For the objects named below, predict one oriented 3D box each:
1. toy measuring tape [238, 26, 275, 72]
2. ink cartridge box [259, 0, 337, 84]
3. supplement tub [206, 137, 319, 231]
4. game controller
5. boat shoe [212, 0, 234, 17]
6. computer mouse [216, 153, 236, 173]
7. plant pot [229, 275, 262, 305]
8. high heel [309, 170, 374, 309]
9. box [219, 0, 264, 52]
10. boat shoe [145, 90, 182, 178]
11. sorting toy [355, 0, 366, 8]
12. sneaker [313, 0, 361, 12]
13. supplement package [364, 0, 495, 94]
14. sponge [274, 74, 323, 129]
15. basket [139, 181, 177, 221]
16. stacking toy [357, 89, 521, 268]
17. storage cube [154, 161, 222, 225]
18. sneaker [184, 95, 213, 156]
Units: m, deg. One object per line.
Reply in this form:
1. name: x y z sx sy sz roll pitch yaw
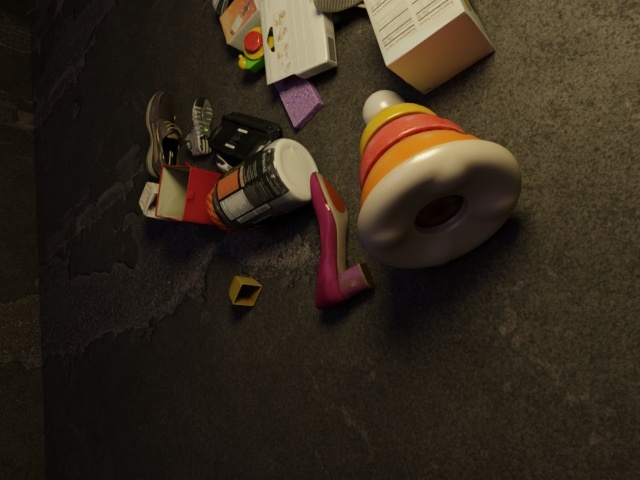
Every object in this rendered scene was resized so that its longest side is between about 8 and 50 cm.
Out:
1. toy measuring tape: -0.151 -0.679 1.483 0.330 0.121 0.121 -28 68 25
2. ink cartridge box: -0.072 -0.637 1.380 0.239 0.060 0.275 -6 89 38
3. supplement tub: -0.185 -0.154 1.382 0.338 0.207 0.207 -22 71 36
4. game controller: -0.266 -0.353 1.536 0.319 0.067 0.166 27 84 42
5. boat shoe: -0.269 -0.926 1.614 0.335 0.121 0.119 -42 68 41
6. computer mouse: -0.320 -0.245 1.586 0.042 0.106 0.193 -55 46 13
7. plant pot: -0.258 0.159 1.494 0.083 0.081 0.081 43 112 45
8. high heel: 0.000 0.000 1.257 0.181 0.127 0.377 -27 71 23
9. box: -0.260 -0.781 1.590 0.170 0.091 0.130 -33 65 33
10. boat shoe: -0.625 -0.430 1.846 0.130 0.132 0.355 5 97 30
11. sorting toy: 0.138 -0.759 1.290 0.348 0.047 0.196 34 102 37
12. sneaker: 0.096 -0.757 1.236 0.282 0.102 0.161 -23 64 21
13. supplement package: 0.248 -0.538 1.071 0.198 0.199 0.262 -27 69 34
14. sponge: -0.073 -0.473 1.440 0.117 0.031 0.210 -38 62 30
15. basket: -0.612 -0.153 1.765 0.103 0.167 0.113 44 112 39
16. stacking toy: 0.198 -0.206 1.050 0.350 0.350 0.480 -43 45 28
17. storage cube: -0.448 -0.159 1.611 0.183 0.193 0.215 10 90 40
18. sneaker: -0.486 -0.436 1.745 0.132 0.086 0.228 -9 80 41
